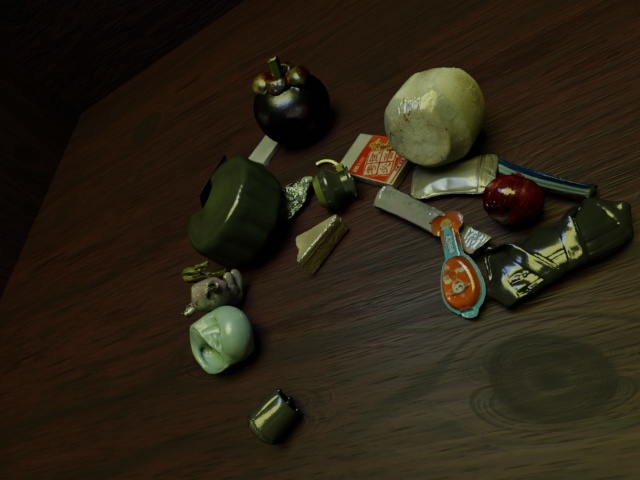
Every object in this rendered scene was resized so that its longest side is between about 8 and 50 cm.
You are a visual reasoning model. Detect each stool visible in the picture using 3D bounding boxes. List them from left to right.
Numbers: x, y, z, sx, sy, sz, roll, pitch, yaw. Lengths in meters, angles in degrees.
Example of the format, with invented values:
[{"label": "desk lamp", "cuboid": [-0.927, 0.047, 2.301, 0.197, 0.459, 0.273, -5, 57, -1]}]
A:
[{"label": "stool", "cuboid": [-0.110, 0.413, 1.029, 0.110, 0.096, 0.096, -46, 44, -8]}]

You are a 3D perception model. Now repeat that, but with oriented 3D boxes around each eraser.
[{"label": "eraser", "cuboid": [-0.205, -0.357, 1.698, 0.104, 0.023, 0.150, 23, 75, 43]}, {"label": "eraser", "cuboid": [0.173, -0.245, 1.337, 0.230, 0.038, 0.157, 23, 75, 42]}]

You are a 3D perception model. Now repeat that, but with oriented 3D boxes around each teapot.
[{"label": "teapot", "cuboid": [0.040, -0.175, 1.314, 0.119, 0.130, 0.165, -20, 69, 5]}]

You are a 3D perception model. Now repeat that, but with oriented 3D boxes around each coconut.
[{"label": "coconut", "cuboid": [0.301, -0.330, 1.158, 0.245, 0.244, 0.247, 3, 44, 37]}]

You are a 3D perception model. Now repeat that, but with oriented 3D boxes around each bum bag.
[{"label": "bum bag", "cuboid": [0.478, 0.012, 0.906, 0.326, 0.080, 0.142, -33, 49, 11]}]

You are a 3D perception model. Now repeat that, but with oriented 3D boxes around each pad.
[{"label": "pad", "cuboid": [-0.387, -0.193, 1.593, 0.181, 0.004, 0.267, -64, 3, -18]}]

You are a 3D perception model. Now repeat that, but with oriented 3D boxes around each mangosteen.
[{"label": "mangosteen", "cuboid": [-0.113, -0.499, 1.535, 0.275, 0.302, 0.274, -14, 42, 13]}]

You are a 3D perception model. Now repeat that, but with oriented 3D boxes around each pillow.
[{"label": "pillow", "cuboid": [0.348, -0.166, 1.154, 0.233, 0.038, 0.130, -5, 57, 35]}]

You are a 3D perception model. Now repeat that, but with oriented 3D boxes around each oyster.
[{"label": "oyster", "cuboid": [-0.096, -0.138, 1.437, 0.125, 0.064, 0.177, 21, 75, 39]}]

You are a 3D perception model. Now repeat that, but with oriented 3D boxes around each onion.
[{"label": "onion", "cuboid": [0.430, -0.094, 0.984, 0.131, 0.131, 0.131, -19, 50, 24]}]

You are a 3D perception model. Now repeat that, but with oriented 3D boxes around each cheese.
[{"label": "cheese", "cuboid": [0.306, 0.051, 0.990, 0.106, 0.037, 0.255, -27, 62, 40]}]

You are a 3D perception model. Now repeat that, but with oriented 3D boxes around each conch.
[{"label": "conch", "cuboid": [-0.273, 0.278, 1.221, 0.221, 0.121, 0.184, -11, 60, 40]}]

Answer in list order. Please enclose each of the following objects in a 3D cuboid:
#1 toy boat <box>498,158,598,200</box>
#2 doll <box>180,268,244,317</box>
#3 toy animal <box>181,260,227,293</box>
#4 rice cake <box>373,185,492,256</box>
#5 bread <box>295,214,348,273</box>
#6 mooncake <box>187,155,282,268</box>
[{"label": "toy boat", "cuboid": [0.508, -0.142, 1.009, 0.229, 0.080, 0.045, 29, 113, 44]}, {"label": "doll", "cuboid": [-0.306, 0.159, 1.295, 0.149, 0.192, 0.095, -41, 74, 27]}, {"label": "toy animal", "cuboid": [-0.388, 0.121, 1.388, 0.136, 0.181, 0.073, -14, 70, 12]}, {"label": "rice cake", "cuboid": [0.273, -0.055, 1.113, 0.365, 0.056, 0.072, 33, 95, 44]}, {"label": "bread", "cuboid": [0.009, 0.011, 1.240, 0.152, 0.077, 0.105, -31, 42, 18]}, {"label": "mooncake", "cuboid": [-0.266, -0.088, 1.397, 0.351, 0.187, 0.351, -32, 42, 34]}]
